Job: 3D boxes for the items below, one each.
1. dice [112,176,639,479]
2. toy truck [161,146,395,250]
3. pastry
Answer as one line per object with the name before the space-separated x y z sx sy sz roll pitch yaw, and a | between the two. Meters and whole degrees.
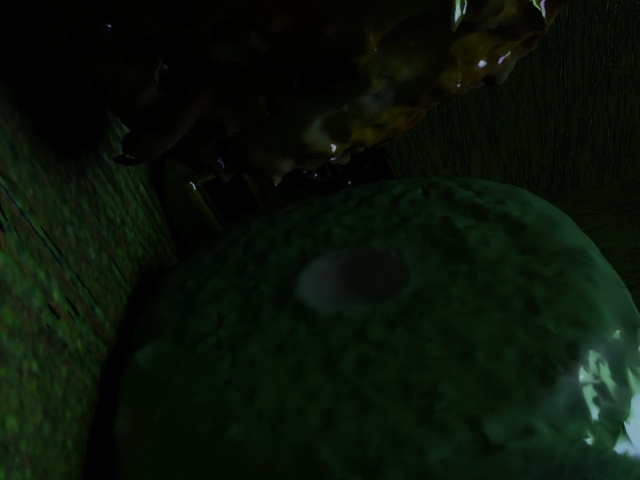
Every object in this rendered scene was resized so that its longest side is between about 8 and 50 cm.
dice | 0.055 0.159 0.507 0.318 0.322 0.330 -96 175 -60
toy truck | -0.003 0.025 0.714 0.405 0.254 0.180 61 9 -26
pastry | -0.038 -0.216 0.416 0.405 0.337 0.292 49 11 23
